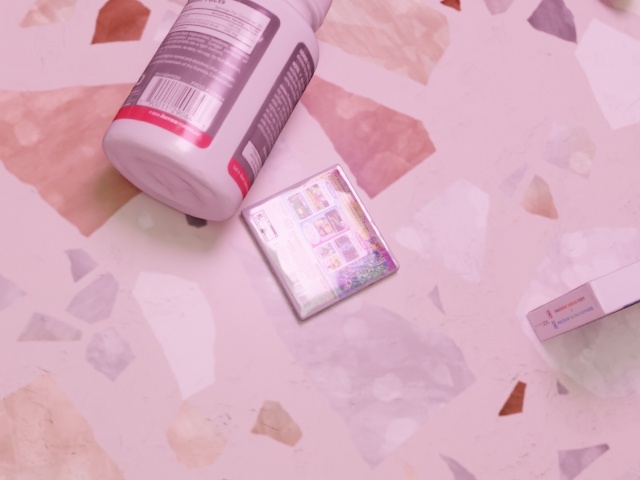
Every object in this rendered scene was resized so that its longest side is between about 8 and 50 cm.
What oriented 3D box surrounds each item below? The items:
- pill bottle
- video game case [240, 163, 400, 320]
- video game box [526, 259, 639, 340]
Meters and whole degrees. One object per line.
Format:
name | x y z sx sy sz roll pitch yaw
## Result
pill bottle | -0.109 -0.198 1.153 0.176 0.176 0.318 28 71 -1
video game case | 0.000 0.000 1.195 0.143 0.019 0.157 -27 79 -16
video game box | 0.374 0.053 1.154 0.205 0.187 0.048 -20 82 -14
